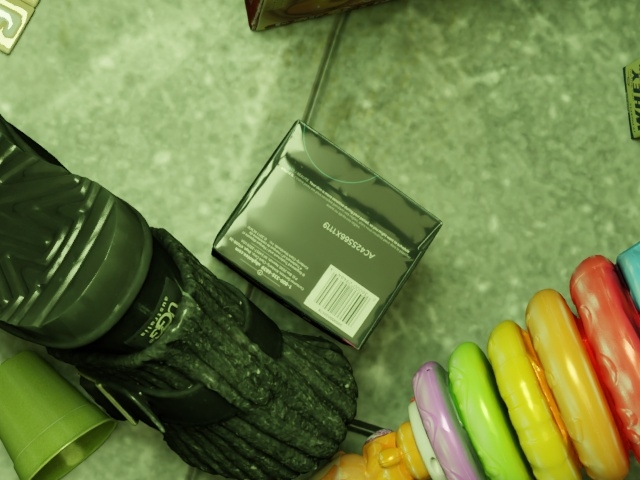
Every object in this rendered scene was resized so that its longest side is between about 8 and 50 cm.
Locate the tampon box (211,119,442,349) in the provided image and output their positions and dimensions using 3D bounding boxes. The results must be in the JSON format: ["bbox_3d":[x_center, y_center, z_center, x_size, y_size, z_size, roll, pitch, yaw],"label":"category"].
[{"bbox_3d":[0.000,0.000,1.150,0.120,0.161,0.101,35,86,-1],"label":"tampon box"}]

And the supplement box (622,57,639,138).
[{"bbox_3d":[0.272,-0.109,1.216,0.083,0.083,0.056,-6,88,-5],"label":"supplement box"}]

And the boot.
[{"bbox_3d":[-0.156,0.033,1.143,0.260,0.348,0.131,37,87,-44],"label":"boot"}]

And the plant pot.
[{"bbox_3d":[-0.199,0.122,1.177,0.083,0.083,0.079,-40,78,-5],"label":"plant pot"}]

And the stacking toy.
[{"bbox_3d":[0.125,0.126,1.178,0.301,0.175,0.166,-22,84,9],"label":"stacking toy"}]

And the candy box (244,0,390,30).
[{"bbox_3d":[0.100,-0.230,1.157,0.316,0.183,0.088,-13,89,-5],"label":"candy box"}]

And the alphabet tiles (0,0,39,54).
[{"bbox_3d":[-0.274,-0.251,1.216,0.198,0.009,0.237,29,85,-3],"label":"alphabet tiles"}]
